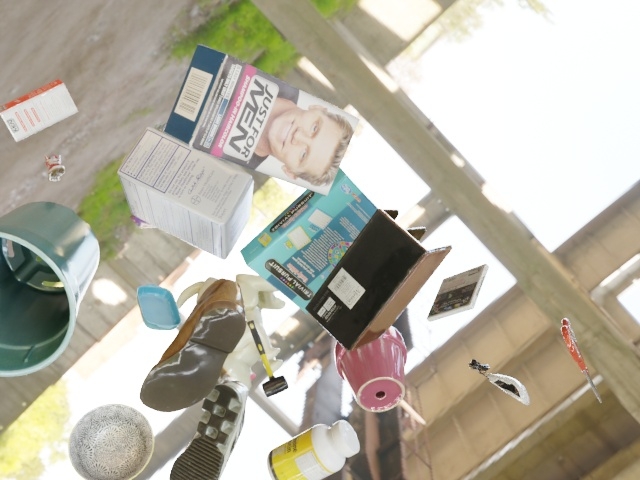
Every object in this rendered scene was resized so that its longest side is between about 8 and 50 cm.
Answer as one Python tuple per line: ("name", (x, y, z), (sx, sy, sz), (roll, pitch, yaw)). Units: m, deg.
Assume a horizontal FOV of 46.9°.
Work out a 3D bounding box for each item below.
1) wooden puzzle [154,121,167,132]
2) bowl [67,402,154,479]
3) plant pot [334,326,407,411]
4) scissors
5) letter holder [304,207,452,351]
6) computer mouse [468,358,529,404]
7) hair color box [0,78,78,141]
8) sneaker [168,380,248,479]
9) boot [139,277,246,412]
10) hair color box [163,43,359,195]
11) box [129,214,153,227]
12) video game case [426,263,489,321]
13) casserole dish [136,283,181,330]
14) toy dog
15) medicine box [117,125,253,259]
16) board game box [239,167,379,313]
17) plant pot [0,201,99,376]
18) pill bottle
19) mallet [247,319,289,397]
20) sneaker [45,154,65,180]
("wooden puzzle", (-0.466, -0.316, 2.120), (0.049, 0.006, 0.083), (-56, 173, 31))
("bowl", (-0.431, 0.431, 1.525), (0.170, 0.170, 0.080), (-50, 170, -33))
("plant pot", (0.145, 0.349, 1.973), (0.201, 0.201, 0.180), (-42, -151, 18))
("scissors", (0.672, 0.330, 1.890), (0.021, 0.297, 0.109), (-21, -161, 20))
("letter holder", (0.145, 0.087, 1.730), (0.302, 0.152, 0.214), (-55, 159, 20))
("computer mouse", (0.488, 0.375, 1.979), (0.193, 0.106, 0.042), (32, -91, 42))
("hair color box", (-0.584, -0.269, 1.524), (0.141, 0.072, 0.043), (-31, -143, -19))
("sneaker", (-0.258, 0.500, 1.823), (0.330, 0.122, 0.146), (-63, 167, 5))
("boot", (-0.225, 0.194, 1.330), (0.305, 0.112, 0.115), (-50, -156, 26))
("hair color box", (-0.099, -0.216, 1.382), (0.105, 0.347, 0.173), (31, -79, 44))
("box", (-0.492, -0.133, 2.407), (0.201, 0.057, 0.293), (-52, -155, -23))
("video game case", (0.424, 0.163, 2.276), (0.190, 0.022, 0.173), (-27, -154, 49))
("casserole dish", (-0.467, 0.197, 2.111), (0.037, 0.114, 0.188), (-64, -144, 27))
("toy dog", (-0.305, 0.328, 2.424), (0.284, 0.396, 0.407), (114, -13, -66))
("medicine box", (-0.330, -0.111, 1.834), (0.149, 0.289, 0.263), (-62, 177, -21))
("board game box", (0.000, 0.000, 1.912), (0.336, 0.254, 0.079), (-42, -142, 6))
("plant pot", (-0.679, 0.077, 1.695), (0.341, 0.341, 0.334), (-42, -165, 16))
("pill bottle", (-0.014, 0.450, 1.547), (0.184, 0.103, 0.103), (-32, -168, 17))
("mallet", (-0.127, 0.281, 1.787), (0.062, 0.189, 0.039), (-15, 167, -4))
("sneaker", (-0.698, -0.201, 1.937), (0.042, 0.067, 0.118), (-3, 172, -28))
